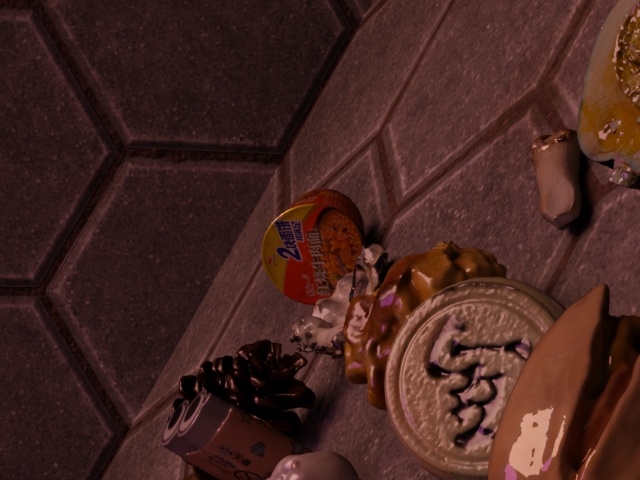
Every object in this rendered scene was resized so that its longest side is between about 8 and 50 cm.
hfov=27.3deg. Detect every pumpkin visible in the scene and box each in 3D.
[{"bbox_3d":[0.444,-0.162,1.464,0.263,0.197,0.293,-69,20,10],"label":"pumpkin"}]

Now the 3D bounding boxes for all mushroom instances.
[{"bbox_3d":[0.343,-0.082,1.876,0.084,0.071,0.209,-20,33,20],"label":"mushroom"}]

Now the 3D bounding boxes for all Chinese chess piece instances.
[{"bbox_3d":[0.195,0.166,1.529,0.250,0.250,0.101,-58,-29,2],"label":"Chinese chess piece"}]

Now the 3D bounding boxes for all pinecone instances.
[{"bbox_3d":[-0.134,0.304,2.328,0.309,0.244,0.244,-40,22,30],"label":"pinecone"}]

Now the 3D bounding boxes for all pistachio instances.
[{"bbox_3d":[0.281,0.194,1.327,0.299,0.187,0.187,-59,13,-28],"label":"pistachio"}]

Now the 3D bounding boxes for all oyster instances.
[{"bbox_3d":[0.061,0.122,2.312,0.238,0.115,0.351,-50,19,-2],"label":"oyster"}]

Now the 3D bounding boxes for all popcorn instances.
[{"bbox_3d":[0.161,0.126,1.792,0.265,0.225,0.332,-41,-3,17],"label":"popcorn"}]

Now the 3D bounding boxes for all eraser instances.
[{"bbox_3d":[-0.086,0.337,1.982,0.171,0.291,0.087,-37,26,55],"label":"eraser"}]

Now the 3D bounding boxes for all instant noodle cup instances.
[{"bbox_3d":[0.000,0.000,2.595,0.213,0.213,0.174,-53,7,20],"label":"instant noodle cup"}]

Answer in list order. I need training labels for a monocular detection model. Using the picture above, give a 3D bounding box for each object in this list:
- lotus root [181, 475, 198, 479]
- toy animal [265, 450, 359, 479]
[{"bbox_3d":[-0.248,0.523,2.492,0.214,0.138,0.138,123,170,-53],"label":"lotus root"},{"bbox_3d":[-0.063,0.439,1.874,0.357,0.258,0.194,-40,19,22],"label":"toy animal"}]
